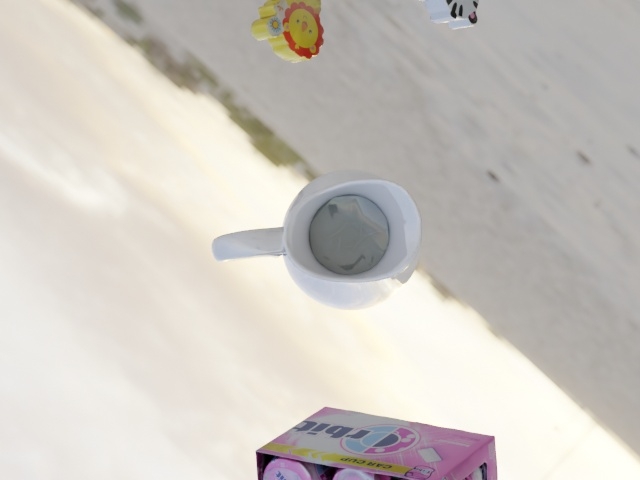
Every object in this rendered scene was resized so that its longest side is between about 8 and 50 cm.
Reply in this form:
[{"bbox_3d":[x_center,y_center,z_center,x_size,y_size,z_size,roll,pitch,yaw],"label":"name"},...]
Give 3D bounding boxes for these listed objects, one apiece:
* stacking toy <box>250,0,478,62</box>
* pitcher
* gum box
[{"bbox_3d":[-0.026,-0.184,1.015,0.167,0.052,0.221,-5,150,46],"label":"stacking toy"},{"bbox_3d":[0.000,0.000,1.486,0.207,0.178,0.125,45,-139,-87],"label":"pitcher"},{"bbox_3d":[0.053,0.200,1.452,0.188,0.062,0.107,6,-161,34],"label":"gum box"}]
